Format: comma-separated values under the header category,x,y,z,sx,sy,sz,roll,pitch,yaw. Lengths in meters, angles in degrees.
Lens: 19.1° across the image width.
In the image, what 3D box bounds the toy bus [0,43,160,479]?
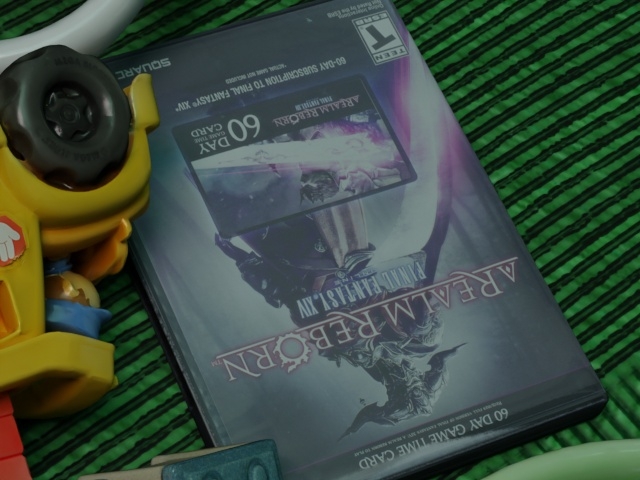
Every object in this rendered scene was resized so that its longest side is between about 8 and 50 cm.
category,x,y,z,sx,sy,sz,roll,pitch,yaw
toy bus,-0.163,0.034,0.864,0.220,0.149,0.211,-15,82,-39

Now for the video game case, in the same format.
category,x,y,z,sx,sy,sz,roll,pitch,yaw
video game case,0.000,0.000,0.978,0.196,0.026,0.274,-18,63,-18

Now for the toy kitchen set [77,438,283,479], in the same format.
category,x,y,z,sx,sy,sz,roll,pitch,yaw
toy kitchen set,-0.050,0.196,0.800,0.166,0.122,0.207,-5,86,-58

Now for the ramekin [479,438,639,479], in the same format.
category,x,y,z,sx,sy,sz,roll,pitch,yaw
ramekin,0.135,0.248,0.778,0.303,0.148,0.303,4,59,-7

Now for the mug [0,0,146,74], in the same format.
category,x,y,z,sx,sy,sz,roll,pitch,yaw
mug,-0.169,-0.249,0.969,0.328,0.276,0.374,12,72,-6
